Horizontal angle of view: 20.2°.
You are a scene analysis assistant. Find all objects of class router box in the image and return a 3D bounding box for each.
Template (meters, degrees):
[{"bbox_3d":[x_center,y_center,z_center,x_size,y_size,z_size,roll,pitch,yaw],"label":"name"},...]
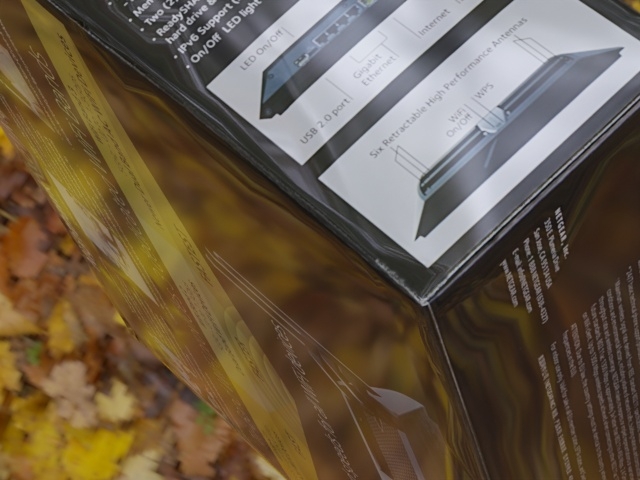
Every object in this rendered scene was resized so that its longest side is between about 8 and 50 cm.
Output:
[{"bbox_3d":[0.000,0.000,0.522,0.081,0.309,0.243,-42,59,-13],"label":"router box"}]
